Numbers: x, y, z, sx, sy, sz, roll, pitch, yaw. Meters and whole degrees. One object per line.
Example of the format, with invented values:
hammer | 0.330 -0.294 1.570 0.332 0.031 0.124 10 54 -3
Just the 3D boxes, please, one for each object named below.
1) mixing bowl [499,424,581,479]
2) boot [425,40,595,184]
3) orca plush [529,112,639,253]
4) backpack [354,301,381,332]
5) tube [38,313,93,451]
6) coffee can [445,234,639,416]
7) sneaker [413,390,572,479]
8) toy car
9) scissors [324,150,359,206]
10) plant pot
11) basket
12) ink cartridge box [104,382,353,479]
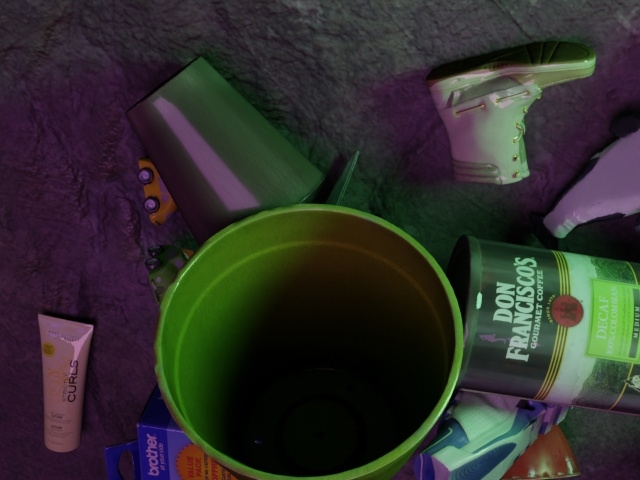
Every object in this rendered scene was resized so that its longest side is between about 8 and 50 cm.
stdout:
mixing bowl | 0.289 0.303 1.572 0.181 0.181 0.098 -7 79 15
boot | 0.255 -0.159 1.358 0.213 0.077 0.165 -8 116 21
orca plush | 0.409 -0.061 1.369 0.102 0.151 0.287 5 137 -35
backpack | 0.106 0.078 1.513 0.105 0.084 0.114 -27 105 24
tube | -0.418 0.231 1.721 0.070 0.062 0.240 -8 120 -31
coffee can | 0.303 0.111 1.368 0.275 0.201 0.202 8 120 -3
sneaker | 0.218 0.221 1.478 0.182 0.315 0.127 39 142 29
toy car | -0.203 0.018 1.471 0.053 0.225 0.239 -13 116 1
scissors | 0.000 0.000 1.532 0.109 0.021 0.297 39 118 -8
plant pot | -0.005 0.200 1.399 0.366 0.366 0.353 7 150 8
basket | -0.141 -0.119 1.420 0.204 0.154 0.227 -33 104 14
ink cartridge box | -0.137 0.365 1.688 0.395 0.151 0.270 6 119 10
